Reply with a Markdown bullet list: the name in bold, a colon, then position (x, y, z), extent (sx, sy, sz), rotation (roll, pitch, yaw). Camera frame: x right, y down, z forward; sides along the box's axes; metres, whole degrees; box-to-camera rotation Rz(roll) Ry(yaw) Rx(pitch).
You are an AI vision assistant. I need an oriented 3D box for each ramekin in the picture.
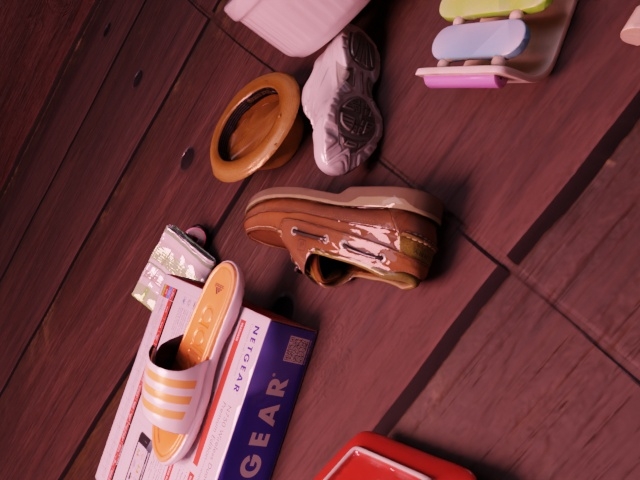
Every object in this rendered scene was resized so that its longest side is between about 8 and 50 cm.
- **ramekin**: position (0.001, -0.379, 0.801), extent (0.273, 0.127, 0.273), rotation (-40, 24, 22)

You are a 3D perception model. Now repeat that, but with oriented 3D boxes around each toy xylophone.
- **toy xylophone**: position (0.233, -0.296, 0.592), extent (0.236, 0.081, 0.323), rotation (5, 77, 49)

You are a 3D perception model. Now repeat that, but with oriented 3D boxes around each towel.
- **towel**: position (-0.252, 0.064, 0.977), extent (0.113, 0.023, 0.152), rotation (38, 107, 16)

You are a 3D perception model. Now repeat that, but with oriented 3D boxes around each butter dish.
- **butter dish**: position (0.055, 0.274, 0.514), extent (0.160, 0.118, 0.159), rotation (-38, 21, -31)

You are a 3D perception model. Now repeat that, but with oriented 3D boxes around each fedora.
- **fedora**: position (-0.087, -0.164, 0.896), extent (0.194, 0.079, 0.195), rotation (-21, 55, 35)

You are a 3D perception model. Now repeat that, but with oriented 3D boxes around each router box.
- **router box**: position (-0.175, 0.240, 0.806), extent (0.301, 0.082, 0.336), rotation (13, 83, 50)

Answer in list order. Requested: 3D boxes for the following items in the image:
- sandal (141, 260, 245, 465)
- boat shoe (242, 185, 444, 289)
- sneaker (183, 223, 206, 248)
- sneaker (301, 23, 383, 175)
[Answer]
- **sandal**: position (-0.179, 0.144, 0.728), extent (0.102, 0.076, 0.266), rotation (13, 83, 50)
- **boat shoe**: position (0.000, 0.000, 0.696), extent (0.307, 0.110, 0.105), rotation (-1, 71, 48)
- **sneaker**: position (-0.237, 0.020, 1.017), extent (0.119, 0.047, 0.057), rotation (-53, 20, 16)
- **sneaker**: position (0.020, -0.176, 0.787), extent (0.115, 0.090, 0.232), rotation (-27, 45, 47)
